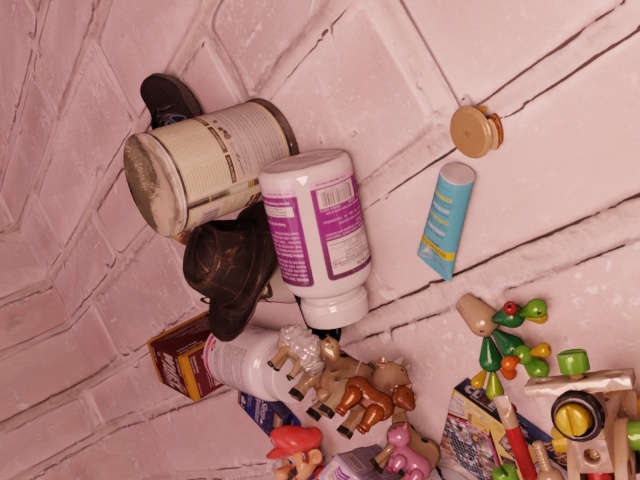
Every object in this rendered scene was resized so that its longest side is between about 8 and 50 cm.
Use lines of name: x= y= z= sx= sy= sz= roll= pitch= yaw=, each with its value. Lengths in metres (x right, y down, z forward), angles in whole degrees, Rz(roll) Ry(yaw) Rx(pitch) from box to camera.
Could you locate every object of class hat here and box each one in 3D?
hat: x=-0.202 y=0.033 z=1.383 sx=0.331 sy=0.134 sz=0.331 roll=-45 pitch=33 yaw=40

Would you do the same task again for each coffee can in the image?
coffee can: x=-0.208 y=-0.145 z=1.313 sx=0.201 sy=0.275 sz=0.201 roll=29 pitch=131 yaw=39

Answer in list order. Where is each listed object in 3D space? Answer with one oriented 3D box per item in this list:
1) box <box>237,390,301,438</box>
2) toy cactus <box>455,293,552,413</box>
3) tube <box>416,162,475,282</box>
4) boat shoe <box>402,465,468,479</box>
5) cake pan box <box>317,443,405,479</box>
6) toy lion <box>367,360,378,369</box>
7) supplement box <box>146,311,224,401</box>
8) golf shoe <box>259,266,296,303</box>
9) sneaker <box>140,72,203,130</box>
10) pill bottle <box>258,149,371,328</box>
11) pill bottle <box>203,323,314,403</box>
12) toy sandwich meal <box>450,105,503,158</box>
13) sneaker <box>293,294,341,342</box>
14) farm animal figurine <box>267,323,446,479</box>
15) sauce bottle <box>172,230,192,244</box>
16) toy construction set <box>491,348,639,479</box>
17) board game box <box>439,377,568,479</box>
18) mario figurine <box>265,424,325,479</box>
box: x=-0.141 y=0.455 z=1.806 sx=0.225 sy=0.036 sz=0.136 roll=37 pitch=137 yaw=31
toy cactus: x=0.272 y=0.158 z=1.050 sx=0.180 sy=0.112 sz=0.219 roll=47 pitch=151 yaw=38
tube: x=0.196 y=-0.027 z=1.072 sx=0.080 sy=0.052 sz=0.207 roll=49 pitch=150 yaw=36
boat shoe: x=0.279 y=0.515 z=1.251 sx=0.301 sy=0.108 sz=0.102 roll=10 pitch=117 yaw=41
cake pan box: x=0.137 y=0.513 z=1.313 sx=0.246 sy=0.267 sz=0.070 roll=41 pitch=96 yaw=24
toy lion: x=0.117 y=0.301 z=1.386 sx=0.096 sy=0.034 sz=0.100 roll=44 pitch=140 yaw=14
supplement box: x=-0.321 y=0.304 z=1.807 sx=0.194 sy=0.191 sz=0.129 roll=9 pitch=118 yaw=49
golf shoe: x=-0.130 y=0.105 z=1.506 sx=0.273 sy=0.120 sz=0.105 roll=-5 pitch=106 yaw=52
sneaker: x=-0.328 y=-0.241 z=1.528 sx=0.341 sy=0.140 sz=0.125 roll=53 pitch=145 yaw=17
pill bottle: x=0.000 y=0.000 z=1.229 sx=0.169 sy=0.169 sz=0.301 roll=10 pitch=118 yaw=49
pill bottle: x=-0.139 y=0.285 z=1.589 sx=0.283 sy=0.160 sz=0.160 roll=4 pitch=114 yaw=51
toy sandwich meal: x=0.222 y=-0.157 z=0.971 sx=0.085 sy=0.029 sz=0.085 roll=36 pitch=139 yaw=39
sneaker: x=-0.005 y=0.122 z=1.361 sx=0.097 sy=0.084 sz=0.234 roll=-103 pitch=-10 yaw=-71
farm animal figurine: x=0.094 y=0.292 z=1.255 sx=0.327 sy=0.172 sz=0.330 roll=25 pitch=153 yaw=37
sauce bottle: x=-0.391 y=-0.025 z=1.827 sx=0.128 sy=0.042 sz=0.042 roll=29 pitch=132 yaw=43
toy construction set: x=0.335 y=0.238 z=0.885 sx=0.309 sy=0.257 sz=0.237 roll=-16 pitch=97 yaw=58
board game box: x=0.320 y=0.367 z=1.153 sx=0.243 sy=0.042 sz=0.165 roll=34 pitch=135 yaw=35
mario figurine: x=-0.039 y=0.596 z=1.637 sx=0.198 sy=0.170 sz=0.320 roll=-27 pitch=97 yaw=21
